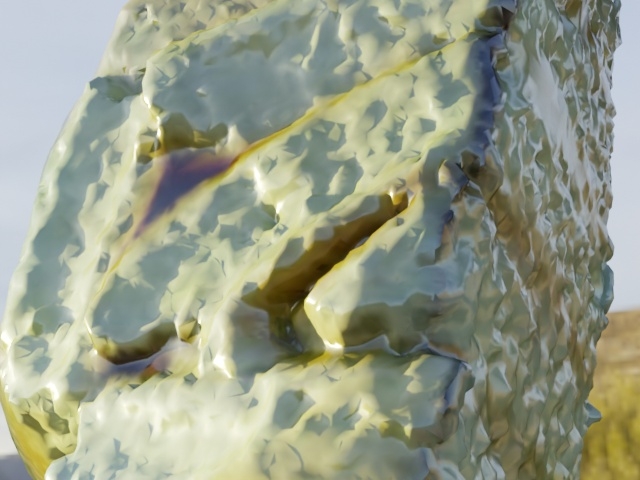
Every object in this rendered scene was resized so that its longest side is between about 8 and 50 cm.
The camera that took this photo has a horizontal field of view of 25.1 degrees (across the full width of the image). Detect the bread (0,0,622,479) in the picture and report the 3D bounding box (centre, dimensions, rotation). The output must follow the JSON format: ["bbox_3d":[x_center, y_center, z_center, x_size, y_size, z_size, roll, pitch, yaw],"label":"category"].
[{"bbox_3d":[-0.003,-0.007,0.699,0.264,0.395,0.239,-4,-29,26],"label":"bread"}]
